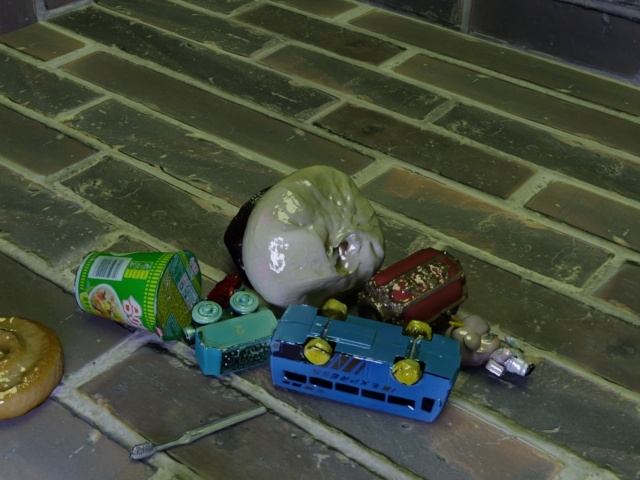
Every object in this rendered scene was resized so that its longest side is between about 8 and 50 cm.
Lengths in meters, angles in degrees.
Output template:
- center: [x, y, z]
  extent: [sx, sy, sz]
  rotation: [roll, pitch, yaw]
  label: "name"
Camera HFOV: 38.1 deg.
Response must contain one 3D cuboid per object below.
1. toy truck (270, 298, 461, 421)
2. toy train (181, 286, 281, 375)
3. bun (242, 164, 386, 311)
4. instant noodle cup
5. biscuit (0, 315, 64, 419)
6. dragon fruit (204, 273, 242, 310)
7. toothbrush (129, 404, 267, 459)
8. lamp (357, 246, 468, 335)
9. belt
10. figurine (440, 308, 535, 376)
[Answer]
- center: [0.093, 0.247, 1.919]
  extent: [0.385, 0.162, 0.161]
  rotation: [11, 36, 10]
  label: "toy truck"
- center: [-0.189, 0.203, 2.014]
  extent: [0.203, 0.112, 0.163]
  rotation: [-15, 45, -22]
  label: "toy train"
- center: [0.000, 0.000, 2.104]
  extent: [0.361, 0.361, 0.213]
  rotation: [-29, 20, -37]
  label: "bun"
- center: [-0.416, 0.108, 2.072]
  extent: [0.233, 0.207, 0.207]
  rotation: [8, 35, 19]
  label: "instant noodle cup"
- center: [-0.681, 0.256, 1.915]
  extent: [0.297, 0.102, 0.296]
  rotation: [0, 33, 0]
  label: "biscuit"
- center: [-0.215, 0.110, 2.179]
  extent: [0.097, 0.063, 0.131]
  rotation: [14, 36, 15]
  label: "dragon fruit"
- center: [-0.236, 0.377, 1.832]
  extent: [0.294, 0.028, 0.026]
  rotation: [-12, 39, -29]
  label: "toothbrush"
- center: [0.210, 0.126, 2.089]
  extent: [0.274, 0.177, 0.177]
  rotation: [-27, 44, -35]
  label: "lamp"
- center: [-0.118, -0.014, 2.286]
  extent: [0.184, 0.164, 0.289]
  rotation: [-11, 29, 30]
  label: "belt"
- center: [0.353, 0.232, 2.009]
  extent: [0.229, 0.111, 0.137]
  rotation: [27, 14, 21]
  label: "figurine"
